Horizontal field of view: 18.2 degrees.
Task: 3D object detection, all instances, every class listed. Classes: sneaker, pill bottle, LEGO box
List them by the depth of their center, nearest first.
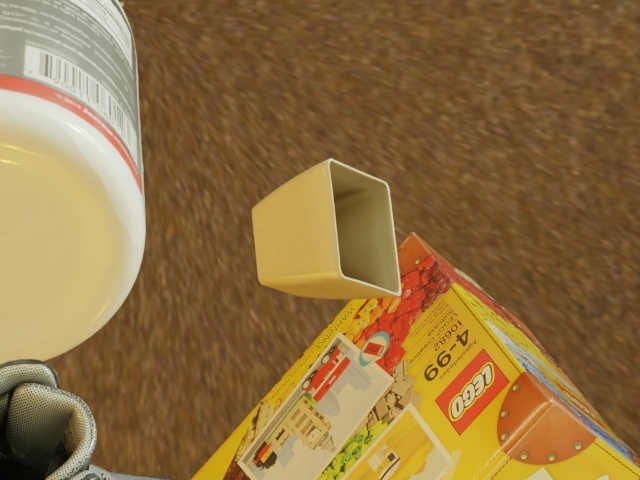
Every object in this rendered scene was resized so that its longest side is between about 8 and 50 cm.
[{"bbox_3d":[-0.132,0.142,1.062,0.269,0.101,0.153,0,139,-40],"label":"sneaker"},{"bbox_3d":[-0.231,-0.091,1.409,0.210,0.363,0.210,-3,123,-5],"label":"pill bottle"},{"bbox_3d":[0.044,0.295,1.913,0.193,0.372,0.500,37,98,-28],"label":"LEGO box"}]

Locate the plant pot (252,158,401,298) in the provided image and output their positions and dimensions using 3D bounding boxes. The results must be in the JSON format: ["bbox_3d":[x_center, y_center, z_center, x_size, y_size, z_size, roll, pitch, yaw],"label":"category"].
[{"bbox_3d":[0.000,0.000,1.785,0.096,0.109,0.109,-15,72,29],"label":"plant pot"}]
